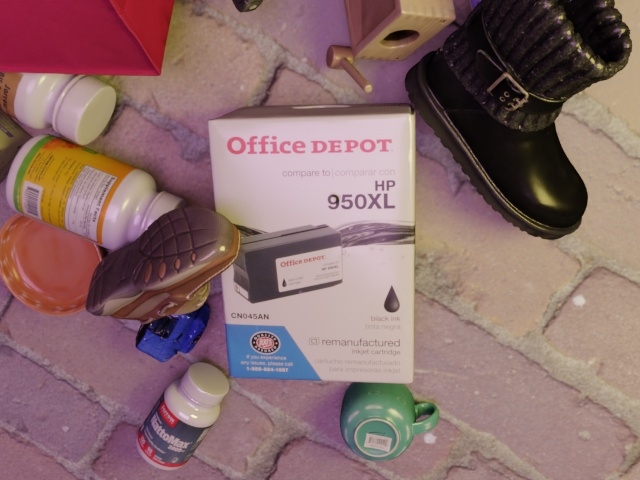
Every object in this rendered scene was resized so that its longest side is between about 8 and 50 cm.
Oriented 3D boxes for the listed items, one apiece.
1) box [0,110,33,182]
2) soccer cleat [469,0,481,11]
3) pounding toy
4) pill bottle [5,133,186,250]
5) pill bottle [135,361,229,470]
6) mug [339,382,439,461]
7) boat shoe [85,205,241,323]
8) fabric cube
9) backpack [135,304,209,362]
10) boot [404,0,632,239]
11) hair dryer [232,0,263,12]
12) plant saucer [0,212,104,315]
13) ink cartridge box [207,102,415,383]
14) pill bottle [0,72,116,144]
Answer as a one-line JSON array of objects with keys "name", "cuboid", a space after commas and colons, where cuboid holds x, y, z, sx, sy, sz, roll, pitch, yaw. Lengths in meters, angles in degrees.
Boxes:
[{"name": "box", "cuboid": [-0.610, -0.170, 0.887, 0.213, 0.243, 0.117, 44, 107, -7]}, {"name": "soccer cleat", "cuboid": [0.345, -0.370, 0.762, 0.318, 0.109, 0.116, -33, 113, 19]}, {"name": "pounding toy", "cuboid": [0.090, -0.291, 0.810, 0.094, 0.206, 0.181, -5, 83, -25]}, {"name": "pill bottle", "cuboid": [-0.348, -0.064, 0.939, 0.245, 0.136, 0.136, 21, 108, 1]}, {"name": "pill bottle", "cuboid": [-0.243, 0.309, 1.054, 0.108, 0.108, 0.180, 33, 108, -3]}, {"name": "mug", "cuboid": [0.108, 0.302, 1.008, 0.157, 0.097, 0.129, -36, 99, 16]}, {"name": "boat shoe", "cuboid": [-0.213, 0.046, 0.854, 0.324, 0.123, 0.116, -20, 141, 41]}, {"name": "fabric cube", "cuboid": [-0.334, -0.386, 0.726, 0.254, 0.259, 0.258, 5, 73, 7]}, {"name": "backpack", "cuboid": [-0.256, 0.150, 1.012, 0.101, 0.098, 0.120, 34, 107, -7]}, {"name": "boot", "cuboid": [0.291, -0.163, 0.750, 0.348, 0.131, 0.260, 44, 147, -10]}, {"name": "hair dryer", "cuboid": [-0.083, -0.476, 0.781, 0.223, 0.080, 0.294, -33, 82, 29]}, {"name": "plant saucer", "cuboid": [-0.469, 0.035, 1.038, 0.199, 0.037, 0.200, 2, 106, 8]}, {"name": "ink cartridge box", "cuboid": [0.000, 0.000, 0.895, 0.285, 0.166, 0.395, 0, 106, 8]}, {"name": "pill bottle", "cuboid": [-0.440, -0.245, 0.898, 0.229, 0.131, 0.131, 30, 108, -2]}]
